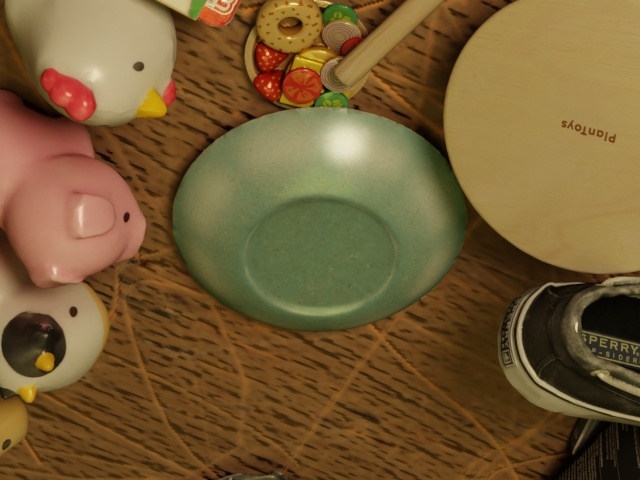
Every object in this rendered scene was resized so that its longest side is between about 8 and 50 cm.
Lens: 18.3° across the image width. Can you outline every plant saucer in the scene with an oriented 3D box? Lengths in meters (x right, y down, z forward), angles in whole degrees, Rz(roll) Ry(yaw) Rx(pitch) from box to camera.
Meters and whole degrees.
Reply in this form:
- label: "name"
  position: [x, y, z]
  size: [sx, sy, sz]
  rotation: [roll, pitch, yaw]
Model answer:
- label: "plant saucer"
  position: [0.000, 0.000, 1.294]
  size: [0.195, 0.037, 0.195]
  rotation: [-1, 131, -1]

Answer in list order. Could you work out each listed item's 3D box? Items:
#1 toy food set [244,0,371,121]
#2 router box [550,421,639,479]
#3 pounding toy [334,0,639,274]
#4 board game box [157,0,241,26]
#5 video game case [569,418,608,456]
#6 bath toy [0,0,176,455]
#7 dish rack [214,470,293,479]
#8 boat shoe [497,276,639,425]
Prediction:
- label: "toy food set"
  position: [-0.006, -0.114, 1.238]
  size: [0.082, 0.020, 0.083]
  rotation: [13, 123, -10]
- label: "router box"
  position: [0.308, 0.235, 1.425]
  size: [0.309, 0.081, 0.243]
  rotation: [22, 130, -17]
- label: "pounding toy"
  position: [0.157, -0.100, 1.217]
  size: [0.237, 0.110, 0.183]
  rotation: [41, 122, 1]
- label: "board game box"
  position: [-0.136, -0.228, 1.127]
  size: [0.259, 0.039, 0.124]
  rotation: [26, 98, -20]
- label: "video game case"
  position: [0.312, 0.064, 1.365]
  size: [0.196, 0.026, 0.274]
  rotation: [14, 124, -11]
- label: "bath toy"
  position: [-0.180, -0.010, 1.243]
  size: [0.151, 0.129, 0.348]
  rotation: [20, 121, -14]
- label: "dish rack"
  position: [-0.045, 0.295, 1.488]
  size: [0.208, 0.074, 0.271]
  rotation: [-27, 120, 16]
- label: "boat shoe"
  position: [0.267, 0.073, 1.250]
  size: [0.306, 0.113, 0.105]
  rotation: [15, 164, -23]
